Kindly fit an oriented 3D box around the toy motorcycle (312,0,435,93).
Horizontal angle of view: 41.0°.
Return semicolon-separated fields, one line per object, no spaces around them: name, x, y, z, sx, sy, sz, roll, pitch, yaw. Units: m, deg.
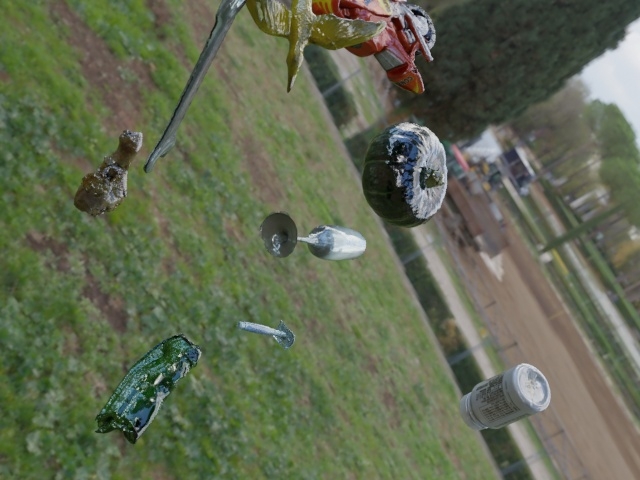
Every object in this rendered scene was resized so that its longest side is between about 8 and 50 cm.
toy motorcycle;0.074;-0.367;1.406;0.298;0.089;0.171;26;60;-34

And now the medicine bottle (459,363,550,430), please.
medicine bottle;0.291;0.255;1.369;0.079;0.140;0.079;18;54;-27

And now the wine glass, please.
wine glass;0.000;0.000;1.409;0.262;0.074;0.074;7;52;-60

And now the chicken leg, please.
chicken leg;-0.393;-0.128;1.630;0.085;0.198;0.069;36;17;3

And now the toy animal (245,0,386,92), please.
toy animal;-0.025;-0.294;1.220;0.219;0.155;0.095;10;29;-12

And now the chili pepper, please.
chili pepper;-0.301;0.259;1.502;0.098;0.224;0.061;32;-22;18

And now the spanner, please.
spanner;-0.158;-0.193;1.055;0.017;0.302;0.071;35;39;-1

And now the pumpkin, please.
pumpkin;0.170;-0.126;1.672;0.211;0.152;0.212;7;81;-47

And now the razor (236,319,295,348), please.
razor;-0.123;0.191;1.818;0.135;0.040;0.068;18;15;-41
